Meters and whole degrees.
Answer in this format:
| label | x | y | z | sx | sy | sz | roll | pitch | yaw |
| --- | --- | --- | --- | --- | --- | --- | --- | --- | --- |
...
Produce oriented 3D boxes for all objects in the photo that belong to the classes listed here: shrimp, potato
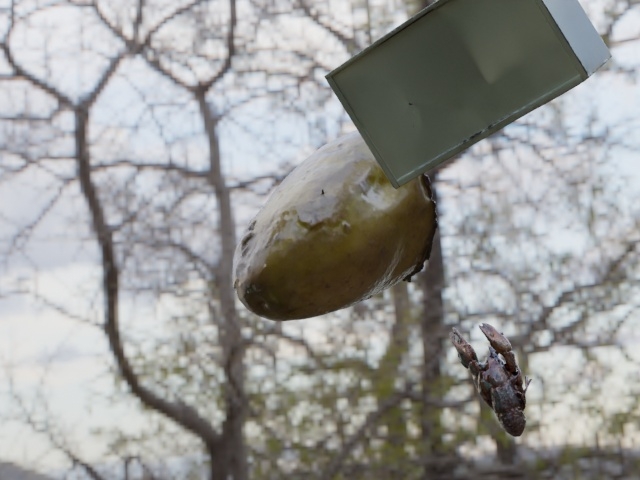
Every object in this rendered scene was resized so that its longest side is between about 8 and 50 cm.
| label | x | y | z | sx | sy | sz | roll | pitch | yaw |
| --- | --- | --- | --- | --- | --- | --- | --- | --- | --- |
| shrimp | 0.128 | 0.095 | 0.990 | 0.038 | 0.092 | 0.029 | -36 | -17 | 12 |
| potato | 0.000 | 0.000 | 1.758 | 0.266 | 0.229 | 0.229 | -30 | 6 | -42 |

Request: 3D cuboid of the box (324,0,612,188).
| label | x | y | z | sx | sy | sz | roll | pitch | yaw |
| --- | --- | --- | --- | --- | --- | --- | --- | --- | --- |
| box | 0.135 | -0.163 | 1.275 | 0.225 | 0.129 | 0.086 | -29 | 6 | 35 |
